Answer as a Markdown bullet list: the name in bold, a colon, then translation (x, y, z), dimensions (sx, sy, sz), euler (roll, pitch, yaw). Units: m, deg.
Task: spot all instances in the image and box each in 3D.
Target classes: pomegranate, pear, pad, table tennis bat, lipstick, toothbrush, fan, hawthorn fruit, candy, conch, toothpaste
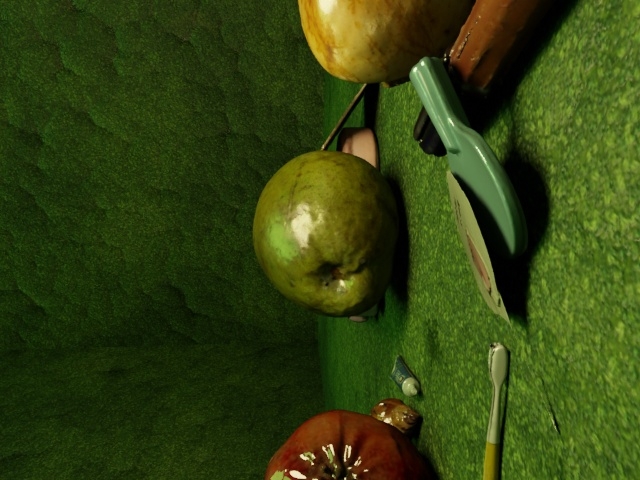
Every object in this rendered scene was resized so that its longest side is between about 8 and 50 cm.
- **pomegranate**: translation (0.086, -0.319, 0.716), dimensions (0.248, 0.248, 0.248), euler (179, 90, -85)
- **pear**: translation (0.013, -0.021, 1.182), dimensions (0.413, 0.352, 0.352), euler (-104, 14, -59)
- **pad**: translation (0.058, -0.322, 1.459), dimensions (0.284, 0.018, 0.286), euler (-56, 3, -2)
- **table tennis bat**: translation (0.161, -0.089, 0.586), dimensions (0.149, 0.038, 0.237), euler (11, -126, -87)
- **lipstick**: translation (0.178, -0.208, 0.555), dimensions (0.418, 0.077, 0.077), euler (107, 162, -71)
- **toothbrush**: translation (0.205, 0.260, 0.648), dimensions (0.024, 0.021, 0.288), euler (-58, -31, -78)
- **fan**: translation (0.191, 0.060, 0.594), dimensions (0.182, 0.010, 0.310), euler (60, -167, -53)
- **hawthorn fruit**: translation (0.055, 0.461, 0.933), dimensions (0.308, 0.308, 0.324), euler (-97, -2, -55)
- **candy**: translation (0.096, -0.185, 1.461), dimensions (0.255, 0.094, 0.255), euler (179, 90, -86)
- **conch**: translation (0.140, 0.364, 1.092), dimensions (0.080, 0.086, 0.232), euler (-56, -9, -22)
- **toothpaste**: translation (0.166, 0.275, 1.077), dimensions (0.197, 0.035, 0.057), euler (-173, 98, -87)

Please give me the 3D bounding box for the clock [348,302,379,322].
- **clock**: translation (0.106, 0.108, 1.462), dimensions (0.248, 0.090, 0.227), euler (99, 170, -73)
